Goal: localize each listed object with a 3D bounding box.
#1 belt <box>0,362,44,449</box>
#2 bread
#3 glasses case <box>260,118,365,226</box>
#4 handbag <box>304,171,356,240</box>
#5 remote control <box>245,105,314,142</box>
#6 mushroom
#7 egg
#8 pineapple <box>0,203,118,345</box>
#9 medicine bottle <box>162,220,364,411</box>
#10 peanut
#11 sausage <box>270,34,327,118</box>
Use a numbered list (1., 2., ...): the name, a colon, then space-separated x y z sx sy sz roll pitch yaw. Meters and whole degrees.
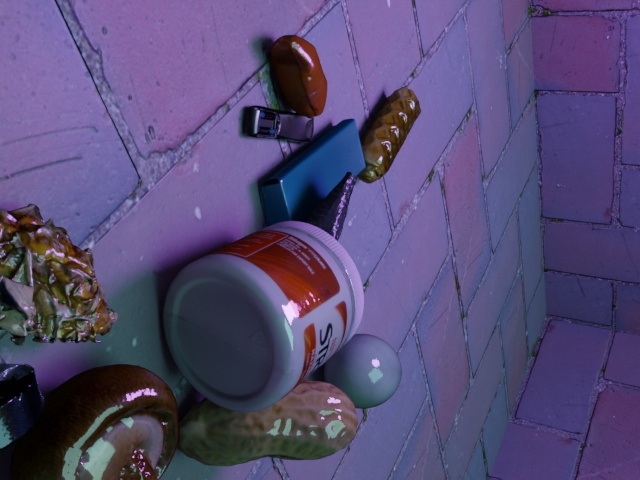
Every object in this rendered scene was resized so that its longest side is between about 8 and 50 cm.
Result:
1. belt: -0.379 0.194 0.817 0.140 0.105 0.058 -75 159 -70
2. bread: 0.151 -0.241 1.656 0.087 0.098 0.269 36 58 -11
3. glasses case: -0.013 -0.135 1.423 0.301 0.070 0.117 -43 128 -45
4. handbag: 0.000 0.000 1.387 0.175 0.088 0.270 -60 176 -39
5. remote control: -0.071 -0.214 1.329 0.212 0.028 0.059 -8 104 -59
6. mushroom: -0.295 0.286 0.946 0.253 0.153 0.253 -31 126 -55
7. egg: 0.099 0.297 1.627 0.231 0.168 0.168 20 81 -64
8. pineapple: -0.329 0.037 0.813 0.334 0.158 0.161 23 77 -59
9. medicine bottle: -0.090 0.116 1.160 0.241 0.252 0.253 -31 124 -54
10. peanut: -0.091 0.313 1.225 0.153 0.324 0.140 119 -35 -62
11. sausage: -0.037 -0.305 1.308 0.089 0.089 0.179 -61 149 -31
